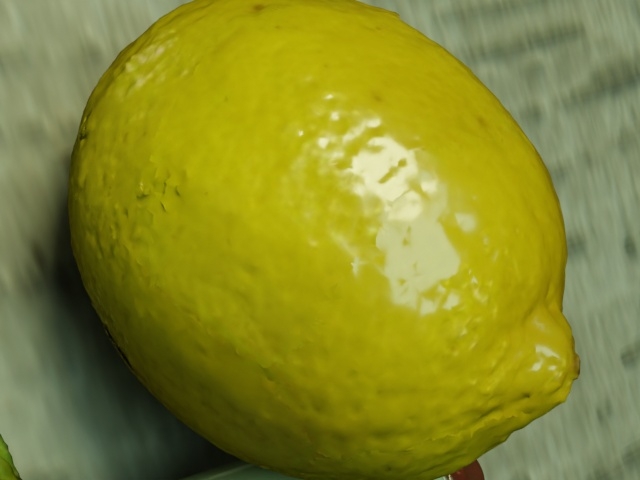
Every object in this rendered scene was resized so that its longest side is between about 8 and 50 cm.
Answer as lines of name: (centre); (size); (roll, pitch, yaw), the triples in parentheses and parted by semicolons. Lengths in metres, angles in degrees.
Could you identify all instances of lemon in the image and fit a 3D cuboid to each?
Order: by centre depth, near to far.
lemon: (-0.003, -0.003, 0.688); (0.236, 0.236, 0.263); (11, 33, -36)

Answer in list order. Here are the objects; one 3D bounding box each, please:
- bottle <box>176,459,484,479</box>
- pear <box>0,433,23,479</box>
bottle: (-0.008, 0.161, 0.742); (0.245, 0.104, 0.104); (-13, 90, -38)
pear: (-0.222, 0.096, 0.469); (0.159, 0.292, 0.292); (-40, 110, 5)
